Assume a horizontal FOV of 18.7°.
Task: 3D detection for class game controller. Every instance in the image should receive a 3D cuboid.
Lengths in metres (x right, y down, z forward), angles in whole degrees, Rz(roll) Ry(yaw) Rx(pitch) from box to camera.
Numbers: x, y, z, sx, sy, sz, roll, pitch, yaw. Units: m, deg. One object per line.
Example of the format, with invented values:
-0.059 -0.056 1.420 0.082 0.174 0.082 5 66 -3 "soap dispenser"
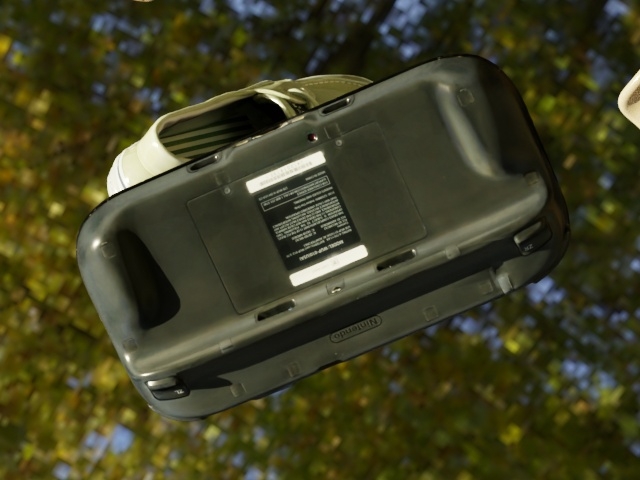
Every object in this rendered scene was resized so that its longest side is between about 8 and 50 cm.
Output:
0.000 0.000 1.291 0.067 0.319 0.166 -55 -58 -81 "game controller"

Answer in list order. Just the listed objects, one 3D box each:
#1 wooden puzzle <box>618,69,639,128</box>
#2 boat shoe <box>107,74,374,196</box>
0.589 -0.171 2.366 0.348 0.322 0.080 44 -155 12 "wooden puzzle"
-0.039 -0.083 1.639 0.302 0.094 0.109 -23 -104 -40 "boat shoe"
